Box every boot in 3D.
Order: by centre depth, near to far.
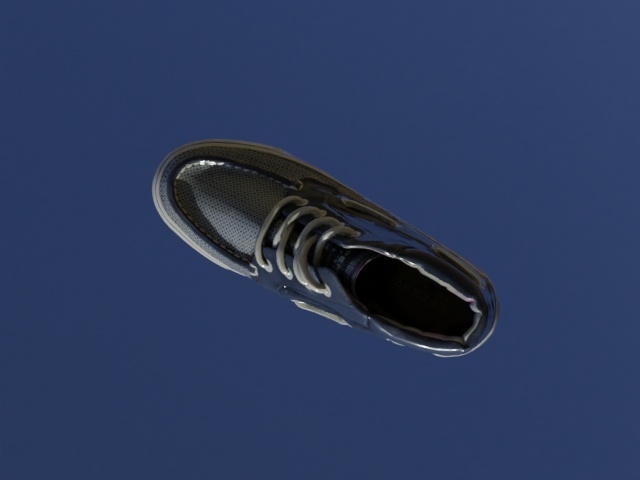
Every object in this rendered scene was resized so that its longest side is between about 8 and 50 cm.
[{"bbox_3d":[0.000,0.000,0.842,0.190,0.086,0.069,23,-89,6],"label":"boot"}]
